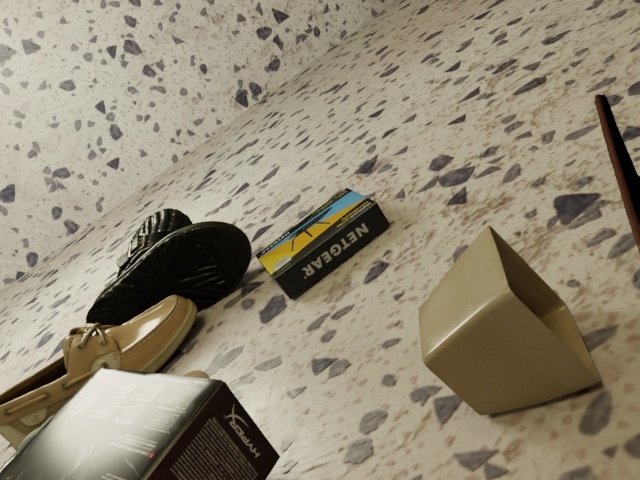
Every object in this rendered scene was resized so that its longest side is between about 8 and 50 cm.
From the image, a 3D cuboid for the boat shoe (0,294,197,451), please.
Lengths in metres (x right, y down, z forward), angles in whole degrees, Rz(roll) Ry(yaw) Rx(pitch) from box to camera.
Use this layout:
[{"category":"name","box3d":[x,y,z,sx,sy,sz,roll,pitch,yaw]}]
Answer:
[{"category":"boat shoe","box3d":[-0.341,0.185,1.028,0.341,0.110,0.122,-39,21,-9]}]

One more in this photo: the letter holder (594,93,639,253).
[{"category":"letter holder","box3d":[0.283,-0.075,0.482,0.152,0.214,0.302,-24,23,27]}]

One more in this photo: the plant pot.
[{"category":"plant pot","box3d":[0.140,0.074,0.550,0.096,0.109,0.109,-40,17,22]}]

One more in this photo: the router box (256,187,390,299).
[{"category":"router box","box3d":[0.000,0.000,0.998,0.179,0.046,0.133,-37,21,-6]}]

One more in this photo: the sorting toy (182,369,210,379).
[{"category":"sorting toy","box3d":[-0.222,0.256,0.804,0.208,0.038,0.193,-29,21,4]}]

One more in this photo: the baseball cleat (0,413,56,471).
[{"category":"baseball cleat","box3d":[-0.367,0.287,0.883,0.109,0.072,0.206,-45,19,9]}]

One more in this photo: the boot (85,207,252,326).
[{"category":"boot","box3d":[-0.252,0.022,1.218,0.348,0.131,0.260,-27,22,21]}]

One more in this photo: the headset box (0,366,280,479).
[{"category":"headset box","box3d":[-0.210,0.257,0.594,0.218,0.110,0.293,-6,34,43]}]
